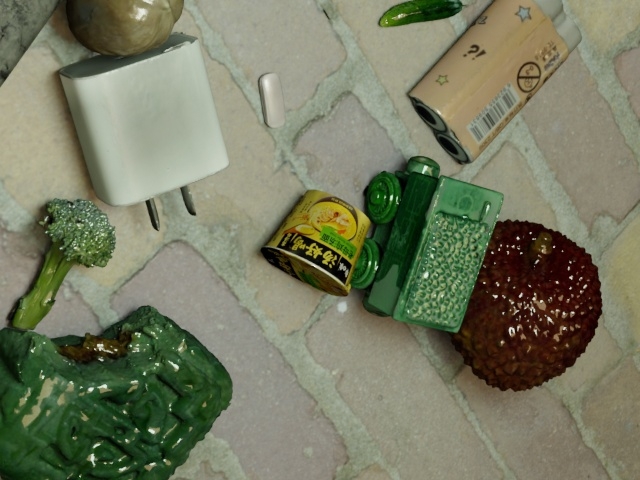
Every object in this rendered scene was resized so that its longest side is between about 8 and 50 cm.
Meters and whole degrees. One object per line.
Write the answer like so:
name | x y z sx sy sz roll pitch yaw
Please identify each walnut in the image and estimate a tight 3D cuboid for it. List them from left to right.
walnut | -0.255 -0.304 1.534 0.140 0.162 0.140 -35 132 -51

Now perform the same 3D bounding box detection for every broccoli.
broccoli | -0.362 0.039 1.644 0.118 0.122 0.204 30 102 -19

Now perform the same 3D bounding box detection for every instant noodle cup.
instant noodle cup | 0.000 0.000 1.813 0.151 0.151 0.122 34 77 -33

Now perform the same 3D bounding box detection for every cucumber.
cucumber | 0.166 -0.363 1.868 0.167 0.039 0.039 -15 111 -25

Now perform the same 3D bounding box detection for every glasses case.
glasses case | -0.383 -0.312 1.482 0.114 0.060 0.299 30 108 -33
glasses case | -0.072 -0.210 1.778 0.032 0.021 0.083 -18 112 -23

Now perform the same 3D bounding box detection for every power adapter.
power adapter | -0.233 -0.140 1.644 0.187 0.124 0.255 -23 115 -22

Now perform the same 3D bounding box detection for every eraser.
eraser | 0.292 -0.276 1.939 0.290 0.087 0.171 -47 124 -10

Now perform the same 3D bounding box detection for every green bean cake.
green bean cake | -0.313 0.223 1.657 0.300 0.169 0.308 -52 127 -5

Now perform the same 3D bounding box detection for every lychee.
lychee | 0.325 0.105 1.959 0.275 0.276 0.304 -16 136 -26

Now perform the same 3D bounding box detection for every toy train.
toy train | 0.151 0.004 1.864 0.145 0.202 0.266 13 98 -35
